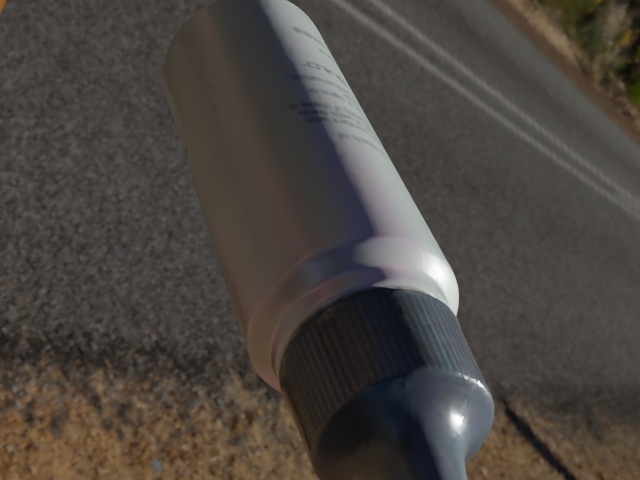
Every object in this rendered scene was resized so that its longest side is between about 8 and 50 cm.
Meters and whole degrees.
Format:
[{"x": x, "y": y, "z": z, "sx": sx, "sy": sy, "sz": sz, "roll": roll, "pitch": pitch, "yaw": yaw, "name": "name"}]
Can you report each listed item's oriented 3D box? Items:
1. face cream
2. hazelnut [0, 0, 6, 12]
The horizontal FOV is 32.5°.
[{"x": 0.000, "y": 0.000, "z": 0.476, "sx": 0.092, "sy": 0.092, "sz": 0.311, "roll": 45, "pitch": 13, "yaw": -40, "name": "face cream"}, {"x": -0.507, "y": -0.331, "z": 1.210, "sx": 0.315, "sy": 0.372, "sz": 0.372, "roll": -6, "pitch": 67, "yaw": -60, "name": "hazelnut"}]
